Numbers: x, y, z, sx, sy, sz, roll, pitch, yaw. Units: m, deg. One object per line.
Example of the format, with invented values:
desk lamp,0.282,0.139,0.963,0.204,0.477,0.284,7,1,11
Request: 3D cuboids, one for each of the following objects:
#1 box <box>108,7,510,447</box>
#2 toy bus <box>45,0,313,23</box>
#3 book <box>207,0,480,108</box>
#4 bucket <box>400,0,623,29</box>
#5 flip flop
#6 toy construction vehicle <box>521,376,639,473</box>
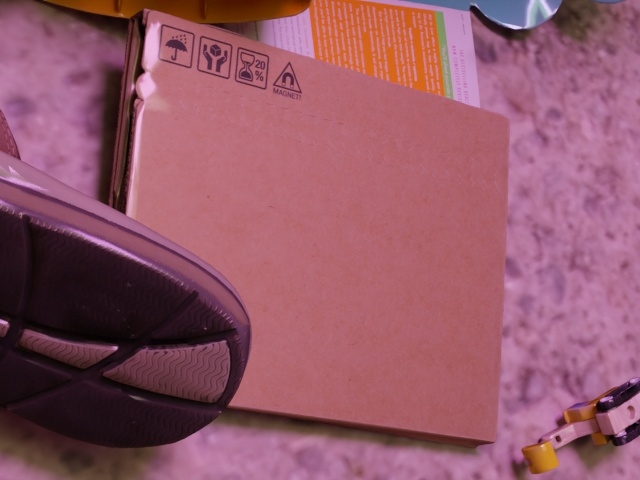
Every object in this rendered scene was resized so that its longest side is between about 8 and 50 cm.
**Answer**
box,0.000,0.000,0.601,0.201,0.021,0.164,12,75,-31
toy bus,-0.057,-0.231,0.554,0.149,0.220,0.211,5,59,-3
book,0.014,-0.072,0.656,0.144,0.035,0.096,4,70,-33
bucket,0.110,-0.253,0.659,0.281,0.281,0.183,-1,64,-34
flip flop,-0.146,-0.021,0.487,0.277,0.112,0.080,30,28,-16
toy construction vehicle,0.147,0.118,0.662,0.098,0.035,0.086,-26,96,-37
